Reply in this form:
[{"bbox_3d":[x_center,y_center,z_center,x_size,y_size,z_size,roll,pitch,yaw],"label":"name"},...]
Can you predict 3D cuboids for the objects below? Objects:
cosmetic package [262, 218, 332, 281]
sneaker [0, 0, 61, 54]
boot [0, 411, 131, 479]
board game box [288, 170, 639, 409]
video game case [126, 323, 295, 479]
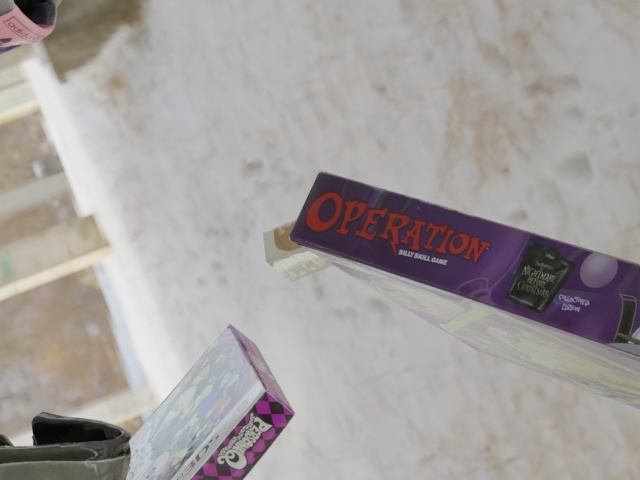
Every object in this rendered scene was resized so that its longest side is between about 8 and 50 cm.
[{"bbox_3d":[0.000,0.000,1.704,0.060,0.115,0.041,45,-150,-51],"label":"cosmetic package"},{"bbox_3d":[-0.264,-0.169,1.128,0.112,0.319,0.131,16,-148,-52],"label":"sneaker"},{"bbox_3d":[-0.085,0.160,0.679,0.083,0.246,0.161,-22,-74,-61],"label":"boot"},{"bbox_3d":[0.171,0.057,0.769,0.347,0.056,0.208,18,167,41],"label":"board game box"},{"bbox_3d":[-0.121,0.192,1.398,0.042,0.210,0.232,40,-178,-16],"label":"video game case"}]
